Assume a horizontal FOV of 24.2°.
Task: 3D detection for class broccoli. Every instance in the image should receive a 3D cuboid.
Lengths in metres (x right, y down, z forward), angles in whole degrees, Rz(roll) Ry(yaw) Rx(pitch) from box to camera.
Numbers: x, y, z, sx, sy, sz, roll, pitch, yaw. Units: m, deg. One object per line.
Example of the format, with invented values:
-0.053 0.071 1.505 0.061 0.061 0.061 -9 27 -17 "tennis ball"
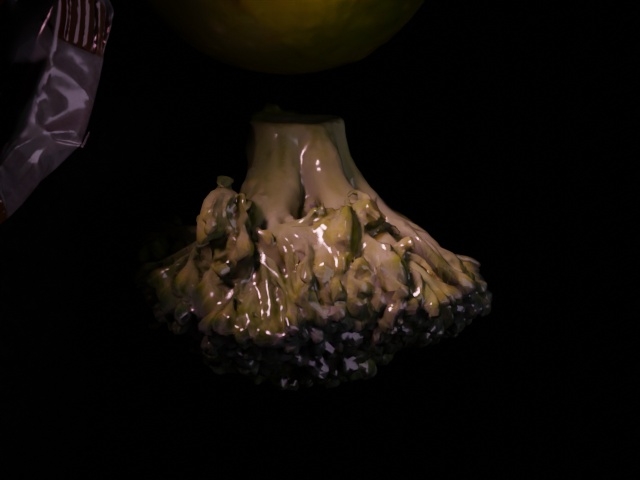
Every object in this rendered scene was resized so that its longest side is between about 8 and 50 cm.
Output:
0.000 0.000 1.235 0.288 0.247 0.246 -3 89 -59 "broccoli"

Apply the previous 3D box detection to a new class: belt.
-0.245 -0.120 1.003 0.184 0.105 0.261 51 51 -44 "belt"

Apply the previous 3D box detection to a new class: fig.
-0.056 -0.270 1.148 0.326 0.258 0.258 26 69 -32 "fig"
